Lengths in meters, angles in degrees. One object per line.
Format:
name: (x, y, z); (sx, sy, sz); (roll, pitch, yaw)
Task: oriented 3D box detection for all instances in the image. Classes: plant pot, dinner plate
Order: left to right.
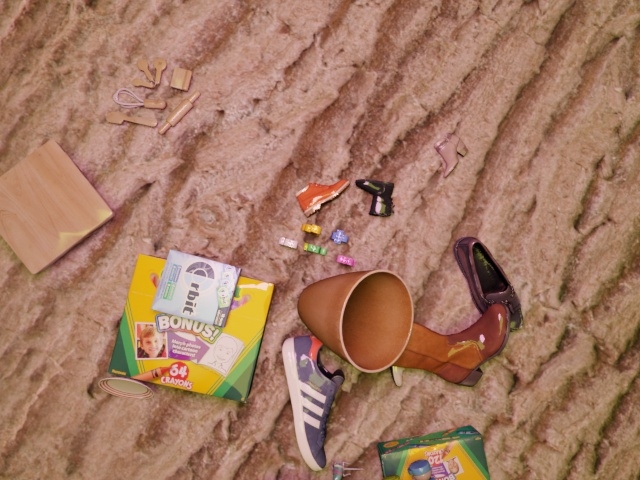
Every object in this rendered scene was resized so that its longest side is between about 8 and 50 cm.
dinner plate: (-0.508, 0.386, 1.137); (0.141, 0.141, 0.017); (9, 49, -2)
plant pot: (0.061, 0.178, 1.091); (0.237, 0.254, 0.237); (-3, 95, -37)

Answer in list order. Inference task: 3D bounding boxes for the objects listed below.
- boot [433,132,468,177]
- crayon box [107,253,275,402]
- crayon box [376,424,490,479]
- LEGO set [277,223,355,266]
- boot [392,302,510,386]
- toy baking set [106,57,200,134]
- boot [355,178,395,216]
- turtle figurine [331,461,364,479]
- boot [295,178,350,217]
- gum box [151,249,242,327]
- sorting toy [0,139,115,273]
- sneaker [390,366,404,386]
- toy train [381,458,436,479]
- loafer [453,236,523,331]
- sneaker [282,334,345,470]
boot: (0.365, -0.250, 1.248); (0.087, 0.042, 0.118); (38, 85, 6)
crayon box: (-0.333, 0.227, 1.154); (0.363, 0.106, 0.313); (13, 86, -2)
crayon box: (0.306, 0.621, 1.172); (0.279, 0.081, 0.165); (-10, 88, -3)
LEGO set: (0.000, 0.000, 1.187); (0.227, 0.093, 0.087); (16, 86, -1)
boot: (0.330, 0.247, 1.144); (0.281, 0.096, 0.264); (21, 113, -14)
toy baking set: (-0.472, -0.399, 1.225); (0.197, 0.030, 0.256); (37, 86, 3)
boot: (0.153, -0.120, 1.228); (0.121, 0.045, 0.099); (7, 90, -3)
turtle figurine: (0.051, 0.689, 1.145); (0.234, 0.118, 0.175); (-13, 81, 5)
boot: (0.006, -0.141, 1.216); (0.158, 0.059, 0.084); (-32, 84, -3)
gum box: (-0.310, 0.122, 1.091); (0.185, 0.041, 0.156); (16, 82, -2)
sorting toy: (-0.722, -0.087, 1.163); (0.255, 0.089, 0.257); (-39, 89, -4)
sneaker: (0.230, 0.322, 1.197); (0.075, 0.057, 0.161); (-5, 84, 3)
toy train: (0.188, 0.660, 1.078); (0.248, 0.105, 0.143); (-19, 78, -3)
loafer: (0.472, 0.126, 1.200); (0.109, 0.095, 0.302); (-30, 88, -3)
sneaker: (0.002, 0.423, 1.145); (0.148, 0.131, 0.349); (-11, 87, 1)
